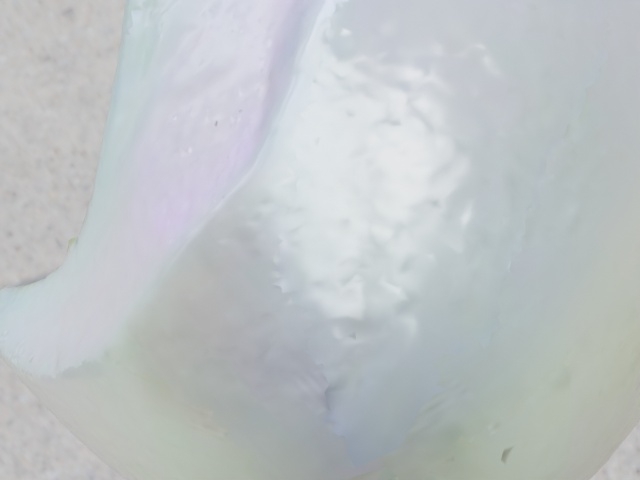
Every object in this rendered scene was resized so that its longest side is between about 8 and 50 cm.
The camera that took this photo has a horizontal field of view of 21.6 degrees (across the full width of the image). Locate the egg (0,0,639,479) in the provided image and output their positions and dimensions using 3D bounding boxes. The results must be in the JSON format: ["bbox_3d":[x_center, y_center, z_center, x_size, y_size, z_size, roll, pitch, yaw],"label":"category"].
[{"bbox_3d":[0.019,0.003,0.483,0.206,0.271,0.161,21,40,-8],"label":"egg"}]
